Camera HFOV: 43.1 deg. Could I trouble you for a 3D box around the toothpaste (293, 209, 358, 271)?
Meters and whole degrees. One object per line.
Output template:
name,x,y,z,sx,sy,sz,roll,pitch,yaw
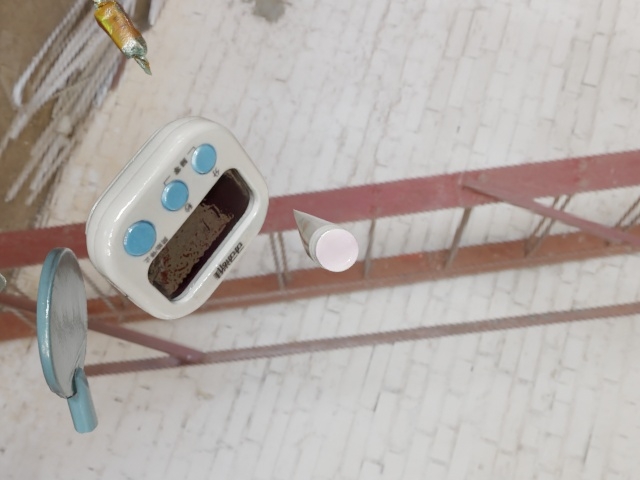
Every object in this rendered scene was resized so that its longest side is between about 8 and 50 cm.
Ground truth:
toothpaste,0.000,0.000,1.249,0.066,0.100,0.323,-31,-172,-5

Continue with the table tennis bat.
table tennis bat,-0.400,0.167,1.291,0.215,0.044,0.328,-97,-175,-63

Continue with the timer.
timer,-0.195,-0.030,1.124,0.262,0.087,0.237,-53,145,-15

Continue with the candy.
candy,-0.297,-0.316,1.199,0.046,0.182,0.053,-38,172,-2

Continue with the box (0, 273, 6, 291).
box,-0.591,0.063,1.351,0.122,0.069,0.084,55,35,-26
